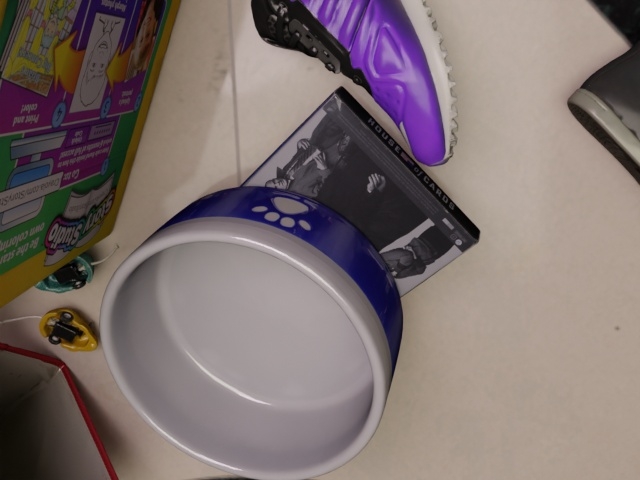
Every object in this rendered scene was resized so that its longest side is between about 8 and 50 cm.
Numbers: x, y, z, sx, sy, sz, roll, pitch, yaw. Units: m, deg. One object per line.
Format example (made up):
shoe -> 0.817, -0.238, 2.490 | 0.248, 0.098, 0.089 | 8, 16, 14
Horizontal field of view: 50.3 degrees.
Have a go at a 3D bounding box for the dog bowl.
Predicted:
dog bowl -> -0.060, 0.087, 0.630 | 0.265, 0.104, 0.264 | 8, 119, 14

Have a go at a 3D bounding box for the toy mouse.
toy mouse -> -0.231, 0.053, 0.701 | 0.161, 0.031, 0.143 | 24, 113, -10

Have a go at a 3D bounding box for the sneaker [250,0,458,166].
sneaker -> 0.021, -0.191, 0.603 | 0.146, 0.102, 0.293 | -21, 97, 12

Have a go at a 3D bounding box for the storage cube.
storage cube -> -0.333, 0.224, 0.628 | 0.193, 0.183, 0.215 | -38, 61, 2

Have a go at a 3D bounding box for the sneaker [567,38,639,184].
sneaker -> 0.342, -0.089, 0.611 | 0.222, 0.083, 0.118 | 44, 102, -7

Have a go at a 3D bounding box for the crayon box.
crayon box -> -0.219, -0.116, 0.493 | 0.106, 0.363, 0.313 | 21, 104, -2

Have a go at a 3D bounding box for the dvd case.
dvd case -> 0.000, 0.000, 0.643 | 0.179, 0.029, 0.239 | 45, 123, -8
